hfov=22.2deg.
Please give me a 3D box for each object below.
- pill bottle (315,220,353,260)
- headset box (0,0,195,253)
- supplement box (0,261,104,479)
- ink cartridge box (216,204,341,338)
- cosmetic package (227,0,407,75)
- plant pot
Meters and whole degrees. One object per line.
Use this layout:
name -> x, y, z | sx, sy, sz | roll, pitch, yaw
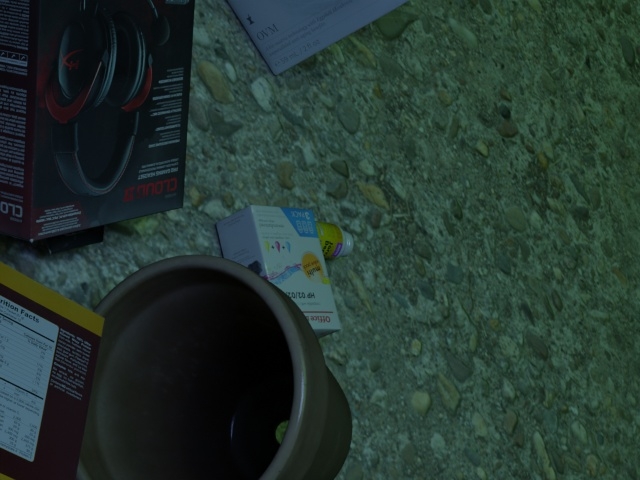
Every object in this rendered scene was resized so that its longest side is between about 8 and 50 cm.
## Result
pill bottle -> 0.000, 0.000, 1.884 | 0.083, 0.043, 0.043 | 8, 64, -47
headset box -> -0.231, -0.135, 1.549 | 0.218, 0.110, 0.293 | -15, 114, -53
supplement box -> -0.298, 0.146, 1.332 | 0.129, 0.191, 0.194 | 33, 48, -35
ink cartridge box -> -0.041, 0.057, 1.789 | 0.104, 0.061, 0.181 | 2, 69, -49
cosmetic package -> -0.007, -0.353, 1.923 | 0.224, 0.224, 0.138 | 58, 38, -9
plant pot -> -0.084, 0.167, 1.565 | 0.229, 0.263, 0.263 | 32, 45, -61
